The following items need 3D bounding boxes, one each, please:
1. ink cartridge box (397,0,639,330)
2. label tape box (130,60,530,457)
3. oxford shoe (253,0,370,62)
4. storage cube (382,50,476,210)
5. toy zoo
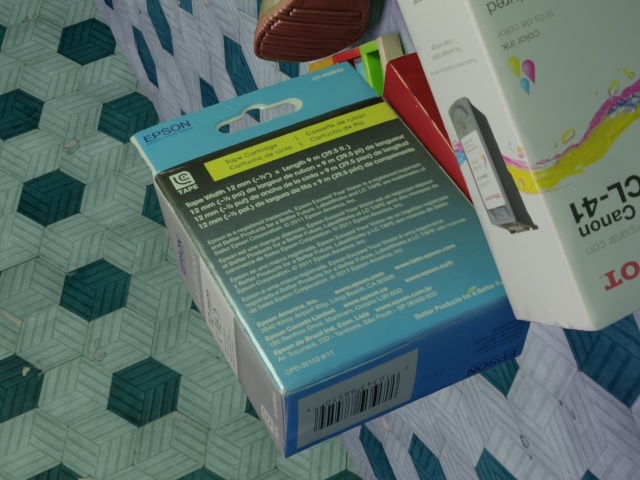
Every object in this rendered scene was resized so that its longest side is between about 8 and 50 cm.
[{"bbox_3d":[0.223,-0.113,0.868,0.306,0.226,0.131,67,166,-6],"label":"ink cartridge box"},{"bbox_3d":[0.000,0.000,1.030,0.347,0.249,0.115,54,157,38],"label":"label tape box"},{"bbox_3d":[0.001,-0.360,1.449,0.397,0.140,0.146,139,129,-63],"label":"oxford shoe"},{"bbox_3d":[0.181,-0.087,1.121,0.193,0.184,0.215,59,163,26],"label":"storage cube"},{"bbox_3d":[0.053,-0.179,1.582,0.293,0.030,0.192,0,104,66],"label":"toy zoo"}]
